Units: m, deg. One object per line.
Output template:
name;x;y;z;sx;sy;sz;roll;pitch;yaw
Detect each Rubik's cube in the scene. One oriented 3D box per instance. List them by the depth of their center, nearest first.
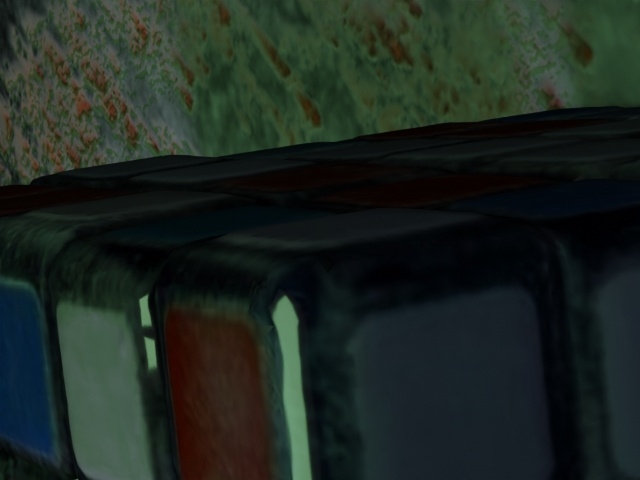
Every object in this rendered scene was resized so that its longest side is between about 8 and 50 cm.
Rubik's cube;0.059;0.114;0.519;0.293;0.291;0.287;5;103;61
